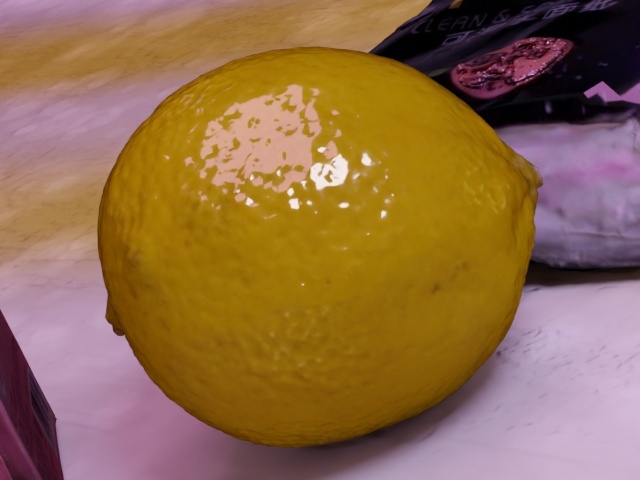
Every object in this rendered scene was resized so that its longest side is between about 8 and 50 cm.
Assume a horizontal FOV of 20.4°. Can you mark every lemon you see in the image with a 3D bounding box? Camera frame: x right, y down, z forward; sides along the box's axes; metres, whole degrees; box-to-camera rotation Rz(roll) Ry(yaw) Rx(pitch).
[{"bbox_3d":[0.000,0.000,0.787,0.203,0.178,0.178,-18,20,3],"label":"lemon"}]

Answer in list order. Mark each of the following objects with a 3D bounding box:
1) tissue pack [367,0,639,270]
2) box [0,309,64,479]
[{"bbox_3d":[0.134,-0.099,0.984,0.245,0.123,0.332,-4,26,34],"label":"tissue pack"},{"bbox_3d":[-0.168,0.080,0.847,0.060,0.111,0.156,-24,19,-5],"label":"box"}]
